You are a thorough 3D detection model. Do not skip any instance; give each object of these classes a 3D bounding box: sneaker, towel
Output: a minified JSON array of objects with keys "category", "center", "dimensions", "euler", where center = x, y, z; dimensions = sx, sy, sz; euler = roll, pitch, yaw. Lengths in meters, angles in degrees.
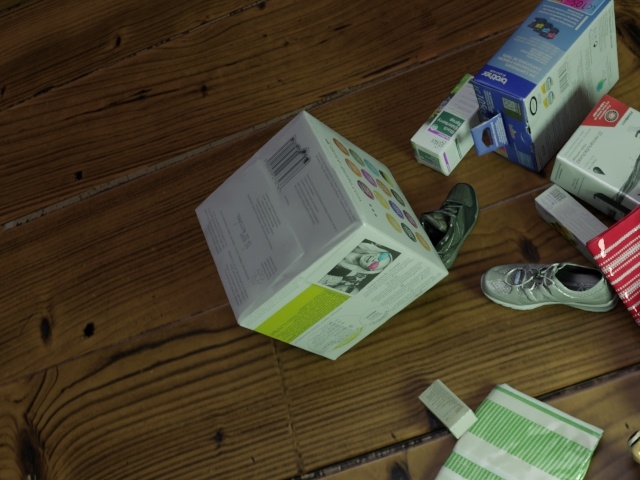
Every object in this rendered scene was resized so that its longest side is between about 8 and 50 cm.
[{"category":"sneaker","center":[0.472,0.077,1.737],"dimensions":[0.281,0.115,0.105],"euler":[0,59,21]},{"category":"sneaker","center":[0.292,-0.055,1.888],"dimensions":[0.087,0.130,0.228],"euler":[17,64,27]},{"category":"towel","center":[0.360,0.452,1.591],"dimensions":[0.247,0.038,0.325],"euler":[23,71,33]},{"category":"towel","center":[0.671,0.063,1.633],"dimensions":[0.198,0.031,0.275],"euler":[-33,85,-4]}]

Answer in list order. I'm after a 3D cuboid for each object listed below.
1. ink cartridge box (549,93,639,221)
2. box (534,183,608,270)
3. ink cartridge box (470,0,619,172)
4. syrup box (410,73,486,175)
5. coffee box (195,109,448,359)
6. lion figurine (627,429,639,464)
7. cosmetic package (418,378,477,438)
[{"category":"ink cartridge box","center":[0.663,-0.152,1.776],"dimensions":[0.272,0.114,0.197],"euler":[35,75,19]},{"category":"box","center":[0.585,0.004,1.774],"dimensions":[0.067,0.063,0.324],"euler":[-37,53,-4]},{"category":"ink cartridge box","center":[0.502,-0.347,1.905],"dimensions":[0.151,0.270,0.395],"euler":[31,73,36]},{"category":"syrup box","center":[0.332,-0.282,2.038],"dimensions":[0.093,0.096,0.237],"euler":[31,73,34]},{"category":"coffee box","center":[0.000,0.000,1.785],"dimensions":[0.338,0.334,0.338],"euler":[-40,51,19]},{"category":"lion figurine","center":[0.565,0.489,1.428],"dimensions":[0.392,0.142,0.240],"euler":[-43,75,3]},{"category":"cosmetic package","center":[0.256,0.338,1.680],"dimensions":[0.060,0.041,0.115],"euler":[-41,37,-4]}]
